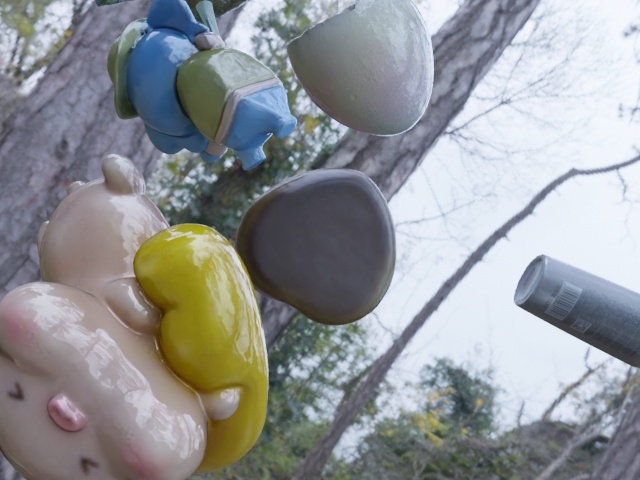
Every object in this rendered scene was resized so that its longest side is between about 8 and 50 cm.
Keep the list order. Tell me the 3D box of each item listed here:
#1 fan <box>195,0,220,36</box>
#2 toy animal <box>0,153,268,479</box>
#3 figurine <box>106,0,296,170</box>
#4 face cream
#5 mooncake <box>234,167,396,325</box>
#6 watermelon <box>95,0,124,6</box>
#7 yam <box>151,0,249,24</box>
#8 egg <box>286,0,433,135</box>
[{"bbox_3d":[-0.223,-0.435,1.485,0.016,0.038,0.193,58,9,-69],"label":"fan"},{"bbox_3d":[-0.206,0.090,0.640,0.345,0.247,0.277,57,-36,11],"label":"toy animal"},{"bbox_3d":[-0.149,-0.172,0.854,0.262,0.154,0.180,40,-22,14],"label":"figurine"},{"bbox_3d":[0.427,0.115,1.041,0.269,0.107,0.073,24,26,-4],"label":"face cream"},{"bbox_3d":[0.000,0.000,1.028,0.235,0.234,0.117,36,-8,-4],"label":"mooncake"},{"bbox_3d":[-0.458,-0.561,1.479,0.080,0.101,0.155,36,-23,10],"label":"watermelon"},{"bbox_3d":[-0.244,-0.606,1.665,0.133,0.330,0.133,64,-2,4],"label":"yam"},{"bbox_3d":[0.132,-0.428,1.795,0.339,0.355,0.354,62,-24,-10],"label":"egg"}]
